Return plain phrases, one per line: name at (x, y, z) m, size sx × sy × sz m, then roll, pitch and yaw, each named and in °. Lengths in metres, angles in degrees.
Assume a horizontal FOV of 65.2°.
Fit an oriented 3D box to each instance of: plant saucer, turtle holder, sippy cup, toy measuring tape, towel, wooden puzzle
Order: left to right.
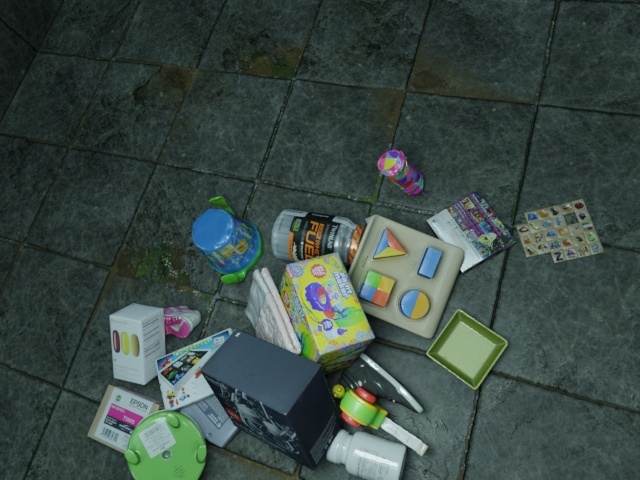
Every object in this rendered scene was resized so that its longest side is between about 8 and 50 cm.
turtle holder at (-0.473, 0.702, 1.642) m, size 0.320 × 0.227 × 0.243 m, roll 32°, pitch 73°, yaw -6°
sippy cup at (-0.361, -0.006, 1.874) m, size 0.305 × 0.224 × 0.240 m, roll 38°, pitch 84°, yaw 23°
towel at (-0.169, 0.296, 1.669) m, size 0.053 × 0.332 × 0.317 m, roll -15°, pitch 63°, yaw -23°
toy measuring tape at (0.168, 0.538, 1.503) m, size 0.330 × 0.121 × 0.121 m, roll 31°, pitch 81°, yaw 21°
wooden puzzle at (0.275, 0.116, 1.654) m, size 0.347 × 0.080 × 0.322 m, roll 23°, pitch 85°, yaw 0°
plant saucer at (0.474, 0.352, 1.621) m, size 0.188 × 0.045 × 0.188 m, roll 35°, pitch 83°, yaw 23°

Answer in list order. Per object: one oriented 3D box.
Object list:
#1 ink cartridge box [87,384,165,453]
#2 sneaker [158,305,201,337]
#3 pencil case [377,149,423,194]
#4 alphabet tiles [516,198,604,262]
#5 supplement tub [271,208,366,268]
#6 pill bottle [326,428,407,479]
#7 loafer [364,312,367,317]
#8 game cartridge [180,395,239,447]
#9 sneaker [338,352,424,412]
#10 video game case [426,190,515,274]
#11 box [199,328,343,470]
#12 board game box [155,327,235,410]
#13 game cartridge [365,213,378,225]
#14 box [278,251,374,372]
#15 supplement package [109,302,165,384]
ink cartridge box at (-0.687, 0.647, 1.796) m, size 0.234 × 0.088 × 0.193 m, roll 13°, pitch 76°, yaw 19°
sneaker at (-0.546, 0.299, 1.886) m, size 0.252 × 0.111 × 0.103 m, roll 5°, pitch 109°, yaw 34°
pencil case at (0.292, -0.239, 1.779) m, size 0.104 × 0.236 × 0.105 m, roll -8°, pitch 73°, yaw 27°
alphabet tiles at (0.800, -0.024, 1.692) m, size 0.237 × 0.009 × 0.199 m, roll -14°, pitch 68°, yaw 10°
supplement tub at (0.000, 0.000, 1.793) m, size 0.315 × 0.193 × 0.194 m, roll 9°, pitch 73°, yaw 18°
pill bottle at (0.142, 0.666, 1.546) m, size 0.229 × 0.131 × 0.131 m, roll 12°, pitch 74°, yaw 18°
loafer at (0.109, 0.276, 1.701) m, size 0.078 × 0.080 × 0.220 m, roll -20°, pitch 40°, yaw 22°
game cartridge at (-0.388, 0.570, 1.765) m, size 0.294 × 0.060 × 0.196 m, roll 39°, pitch 80°, yaw 24°
sneaker at (0.185, 0.493, 1.619) m, size 0.295 × 0.104 × 0.147 m, roll 35°, pitch 84°, yaw 29°
video game case at (0.521, -0.030, 1.748) m, size 0.210 × 0.042 × 0.232 m, roll -32°, pitch 66°, yaw 3°
box at (-0.144, 0.477, 1.519) m, size 0.343 × 0.313 × 0.179 m, roll 13°, pitch 46°, yaw 34°
board game box at (-0.419, 0.456, 1.757) m, size 0.305 × 0.053 × 0.193 m, roll -23°, pitch 67°, yaw 6°
game cartridge at (0.205, -0.056, 1.857) m, size 0.055 × 0.017 × 0.083 m, roll -23°, pitch 66°, yaw 1°
box at (0.000, 0.240, 1.552) m, size 0.176 × 0.279 × 0.290 m, roll -13°, pitch 63°, yaw -21°
supplement package at (-0.656, 0.369, 1.804) m, size 0.138 × 0.134 × 0.244 m, roll 6°, pitch 105°, yaw 17°
